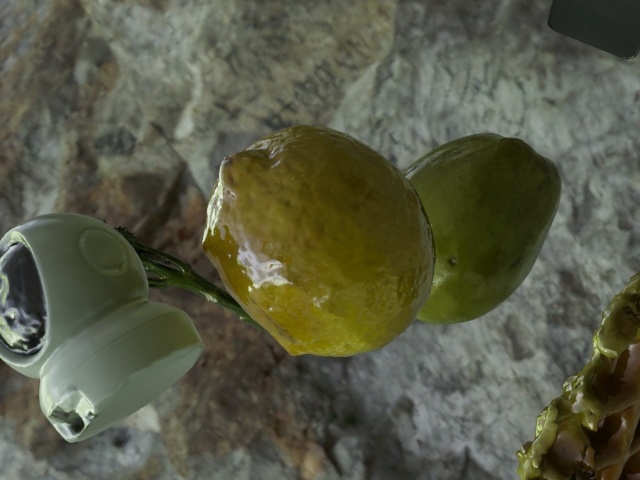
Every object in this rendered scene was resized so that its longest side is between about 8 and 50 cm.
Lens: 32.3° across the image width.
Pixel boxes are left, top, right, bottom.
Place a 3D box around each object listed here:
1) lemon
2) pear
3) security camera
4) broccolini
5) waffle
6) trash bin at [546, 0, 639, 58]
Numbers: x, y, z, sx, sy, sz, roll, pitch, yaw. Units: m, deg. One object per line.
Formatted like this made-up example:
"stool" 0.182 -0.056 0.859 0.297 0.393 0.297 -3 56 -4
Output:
"lemon" 0.000 0.000 1.189 0.233 0.288 0.234 -37 -152 24
"pear" 0.211 -0.021 1.640 0.307 0.253 0.253 -55 -137 7
"security camera" -0.264 0.079 1.222 0.194 0.194 0.236 -37 -100 5
"broccolini" -0.188 0.082 1.719 0.079 0.392 0.074 -54 -160 13
"waffle" 0.262 0.144 0.861 0.068 0.325 0.302 27 -106 41
"trash bin" 0.303 -0.302 1.013 0.115 0.165 0.226 24 -98 8
